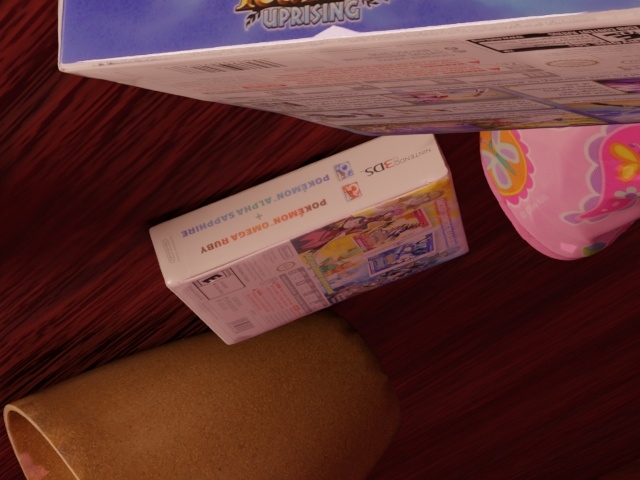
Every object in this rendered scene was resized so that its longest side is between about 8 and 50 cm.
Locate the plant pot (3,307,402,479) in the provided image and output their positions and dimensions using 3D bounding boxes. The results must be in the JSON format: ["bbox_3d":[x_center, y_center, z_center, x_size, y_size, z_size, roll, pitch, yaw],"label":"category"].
[{"bbox_3d":[-0.074,0.163,1.361,0.254,0.237,0.237,-32,169,-21],"label":"plant pot"}]

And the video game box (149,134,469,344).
[{"bbox_3d":[0.000,0.000,1.169,0.187,0.048,0.205,-19,165,3],"label":"video game box"}]

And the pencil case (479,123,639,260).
[{"bbox_3d":[0.204,-0.094,0.988,0.124,0.124,0.284,-10,161,-33],"label":"pencil case"}]

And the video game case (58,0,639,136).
[{"bbox_3d":[0.071,-0.091,0.749,0.270,0.061,0.244,-1,175,33],"label":"video game case"}]
